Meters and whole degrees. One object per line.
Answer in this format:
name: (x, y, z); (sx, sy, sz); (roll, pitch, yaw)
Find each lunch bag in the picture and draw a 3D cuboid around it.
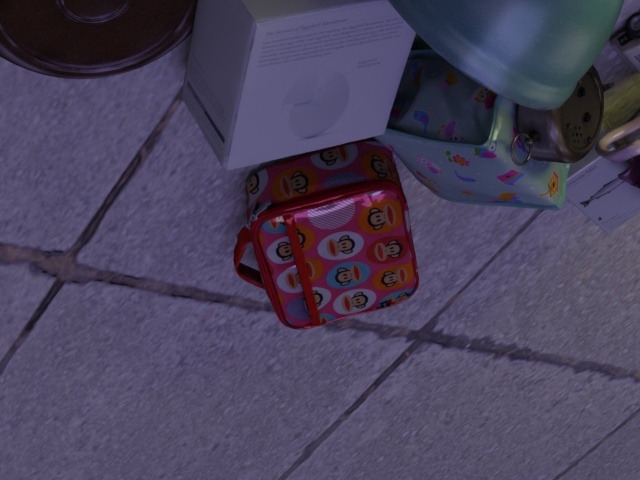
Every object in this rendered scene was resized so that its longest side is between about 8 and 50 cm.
lunch bag: (0.000, 0.000, 1.824); (0.258, 0.120, 0.293); (-14, 141, 0)
lunch bag: (0.174, -0.148, 1.654); (0.262, 0.160, 0.223); (10, 164, 40)

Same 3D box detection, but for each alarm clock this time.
alarm clock: (0.283, -0.148, 1.535); (0.192, 0.064, 0.129); (-41, 127, -34)

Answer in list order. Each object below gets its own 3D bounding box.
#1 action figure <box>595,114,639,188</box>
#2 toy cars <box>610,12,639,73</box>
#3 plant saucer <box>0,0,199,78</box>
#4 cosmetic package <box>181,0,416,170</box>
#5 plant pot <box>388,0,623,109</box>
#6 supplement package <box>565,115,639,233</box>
action figure: (0.554, -0.196, 1.760); (0.275, 0.248, 0.370); (34, 88, -18)
toy cars: (0.393, -0.261, 1.683); (0.393, 0.087, 0.176); (-10, 142, -12)
plant saucer: (-0.252, -0.286, 1.411); (0.310, 0.050, 0.310); (-13, 143, -10)
cosmetic package: (-0.024, -0.225, 1.479); (0.224, 0.138, 0.225); (-15, 146, -27)
plant pot: (0.220, -0.313, 1.377); (0.293, 0.293, 0.196); (16, 130, -37)
supplement package: (0.404, -0.106, 1.865); (0.105, 0.105, 0.179); (-35, 139, 21)
